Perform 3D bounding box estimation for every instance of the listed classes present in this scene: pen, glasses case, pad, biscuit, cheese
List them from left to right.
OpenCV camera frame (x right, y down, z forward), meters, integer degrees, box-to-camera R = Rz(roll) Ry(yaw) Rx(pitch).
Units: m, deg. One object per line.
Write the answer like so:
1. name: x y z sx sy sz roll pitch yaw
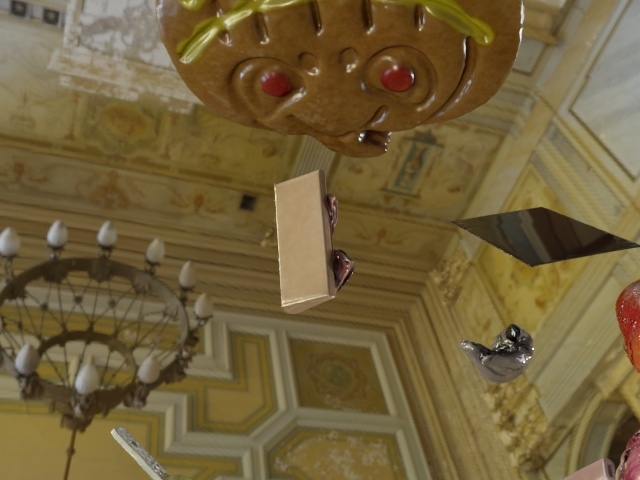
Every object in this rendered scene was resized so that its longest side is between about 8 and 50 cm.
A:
1. cheese: -0.208 0.362 0.985 0.255 0.050 0.127 44 175 2
2. glasses case: 0.000 0.000 0.954 0.070 0.102 0.194 27 -128 -55
3. biscuit: 0.025 -0.216 0.769 0.394 0.350 0.070 -6 -130 13
4. pad: 0.381 -0.013 1.211 0.202 0.005 0.300 -9 -163 -12
5. pen: 0.407 0.418 1.132 0.032 0.197 0.053 27 -138 -11

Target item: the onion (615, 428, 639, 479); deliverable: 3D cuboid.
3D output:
1. onion: 0.445 0.287 0.746 0.229 0.163 0.230 -13 -147 8

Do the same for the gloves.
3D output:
1. gloves: 0.372 0.218 1.380 0.119 0.142 0.285 43 -160 30

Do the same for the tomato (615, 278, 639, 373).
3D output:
1. tomato: 0.422 0.074 0.788 0.099 0.173 0.189 53 -148 -18
